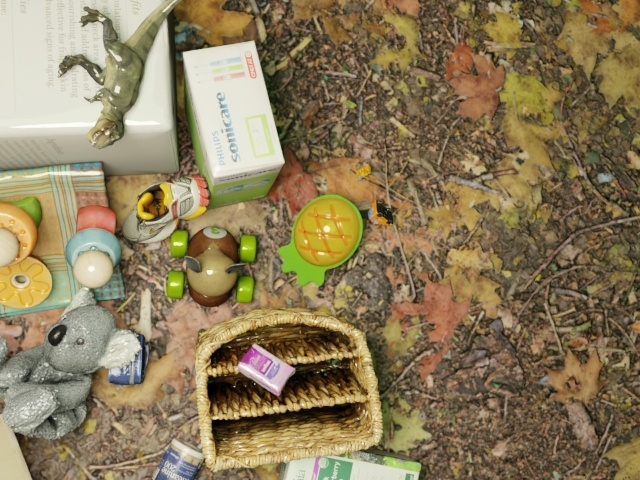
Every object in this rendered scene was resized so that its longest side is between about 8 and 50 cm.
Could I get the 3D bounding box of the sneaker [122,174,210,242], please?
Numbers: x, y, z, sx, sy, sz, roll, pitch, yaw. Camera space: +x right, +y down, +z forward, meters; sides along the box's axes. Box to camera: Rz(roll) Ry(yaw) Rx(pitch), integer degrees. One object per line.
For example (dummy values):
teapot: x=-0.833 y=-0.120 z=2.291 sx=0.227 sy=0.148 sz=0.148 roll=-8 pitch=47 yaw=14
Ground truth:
sneaker: x=-0.290 y=-0.057 z=1.248 sx=0.092 sy=0.225 sz=0.088 roll=-4 pitch=72 yaw=-44

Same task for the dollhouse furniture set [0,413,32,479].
dollhouse furniture set: x=-0.646 y=0.386 z=1.154 sx=0.198 sy=0.303 sz=0.286 roll=-8 pitch=62 yaw=-49

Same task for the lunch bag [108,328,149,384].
lunch bag: x=-0.336 y=0.206 z=1.270 sx=0.065 sy=0.067 sz=0.099 roll=3 pitch=81 yaw=-10

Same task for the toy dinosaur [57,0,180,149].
toy dinosaur: x=-0.294 y=-0.258 z=1.014 sx=0.118 sy=0.064 sz=0.268 roll=24 pitch=77 yaw=-13

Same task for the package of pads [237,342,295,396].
package of pads: x=-0.087 y=0.207 z=1.154 sx=0.083 sy=0.032 sz=0.050 roll=31 pitch=61 yaw=8

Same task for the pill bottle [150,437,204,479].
pill bottle: x=-0.257 y=0.414 z=1.255 sx=0.067 sy=0.067 sz=0.120 roll=28 pitch=79 yaw=-5

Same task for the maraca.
maraca: x=0.000 y=0.000 z=1.343 sx=0.127 sy=0.099 sz=0.186 roll=39 pitch=103 yaw=8

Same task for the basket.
basket: x=-0.060 y=0.232 z=1.215 sx=0.299 sy=0.223 sz=0.214 roll=-4 pitch=98 yaw=-9

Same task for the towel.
towel: x=-0.535 y=0.012 z=1.207 sx=0.370 sy=0.040 sz=0.272 roll=-8 pitch=120 yaw=-11

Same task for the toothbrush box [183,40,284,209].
toothbrush box: x=-0.158 y=-0.186 z=1.243 sx=0.122 sy=0.283 sz=0.206 roll=-13 pitch=84 yaw=-11

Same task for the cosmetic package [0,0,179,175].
cosmetic package: x=-0.442 y=-0.291 z=1.187 sx=0.393 sy=0.327 sz=0.330 roll=-3 pitch=83 yaw=-9

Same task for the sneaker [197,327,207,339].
sneaker: x=-0.186 y=0.176 z=1.318 sx=0.083 sy=0.031 sz=0.035 roll=1 pitch=73 yaw=-15

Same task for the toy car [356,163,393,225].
toy car: x=0.104 y=-0.083 z=1.409 sx=0.040 sy=0.060 sz=0.122 roll=-27 pitch=65 yaw=30

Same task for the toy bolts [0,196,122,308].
toy bolts: x=-0.433 y=0.042 z=1.139 sx=0.228 sy=0.158 sz=0.218 roll=0 pitch=117 yaw=-17

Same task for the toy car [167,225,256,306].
toy car: x=-0.188 y=0.040 z=1.255 sx=0.155 sy=0.188 sz=0.149 roll=4 pitch=82 yaw=-9

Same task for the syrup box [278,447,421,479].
syrup box: x=0.049 y=0.418 z=1.293 sx=0.236 sy=0.096 sz=0.093 roll=14 pitch=81 yaw=-9

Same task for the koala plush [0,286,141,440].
koala plush: x=-0.421 y=0.194 z=1.190 sx=0.196 sy=0.203 sz=0.221 roll=34 pitch=79 yaw=28
